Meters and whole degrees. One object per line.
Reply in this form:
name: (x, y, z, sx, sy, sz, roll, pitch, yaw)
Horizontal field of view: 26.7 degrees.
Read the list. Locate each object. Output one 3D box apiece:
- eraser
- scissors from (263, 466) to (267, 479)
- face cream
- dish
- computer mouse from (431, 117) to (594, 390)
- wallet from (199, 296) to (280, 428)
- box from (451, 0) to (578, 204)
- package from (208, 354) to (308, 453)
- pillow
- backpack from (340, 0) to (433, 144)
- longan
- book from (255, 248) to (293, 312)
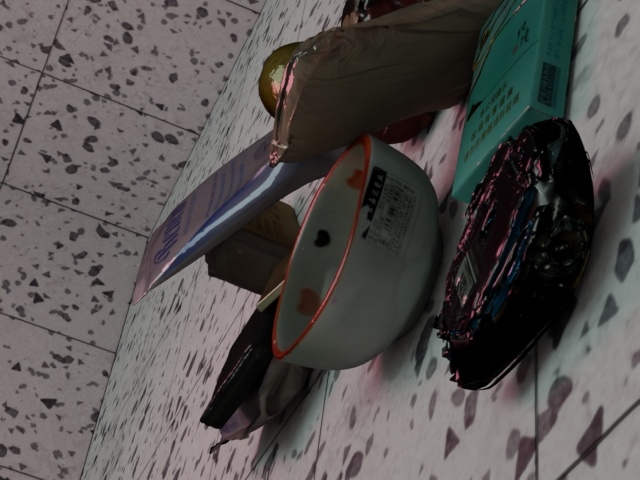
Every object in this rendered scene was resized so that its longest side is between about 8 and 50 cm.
eraser: (-0.105, -0.003, 2.078, 0.343, 0.144, 0.078, -107, 41, -72)
scissors: (-0.074, 0.322, 1.719, 0.083, 0.006, 0.036, -84, 17, -50)
face cream: (-0.096, -0.080, 1.893, 0.420, 0.137, 0.235, -38, 21, 17)
dish: (0.049, 0.025, 1.419, 0.256, 0.117, 0.256, -159, 90, -77)
computer mouse: (0.158, 0.015, 1.058, 0.146, 0.078, 0.241, -93, 23, -63)
wallet: (-0.089, 0.142, 1.747, 0.149, 0.044, 0.250, -55, 6, 19)
box: (0.190, -0.165, 1.302, 0.162, 0.041, 0.229, 128, 160, -54)
package: (-0.057, 0.174, 1.799, 0.251, 0.062, 0.204, -60, 8, -23)
pillow: (0.070, -0.174, 1.438, 0.067, 0.270, 0.173, 52, 148, 33)
backpack: (0.092, -0.236, 1.652, 0.229, 0.139, 0.229, -176, 90, -86)
longan: (-0.033, -0.232, 2.140, 0.176, 0.145, 0.155, -61, -1, 10)
book: (0.000, 0.000, 1.716, 0.199, 0.016, 0.138, -43, 9, 25)
